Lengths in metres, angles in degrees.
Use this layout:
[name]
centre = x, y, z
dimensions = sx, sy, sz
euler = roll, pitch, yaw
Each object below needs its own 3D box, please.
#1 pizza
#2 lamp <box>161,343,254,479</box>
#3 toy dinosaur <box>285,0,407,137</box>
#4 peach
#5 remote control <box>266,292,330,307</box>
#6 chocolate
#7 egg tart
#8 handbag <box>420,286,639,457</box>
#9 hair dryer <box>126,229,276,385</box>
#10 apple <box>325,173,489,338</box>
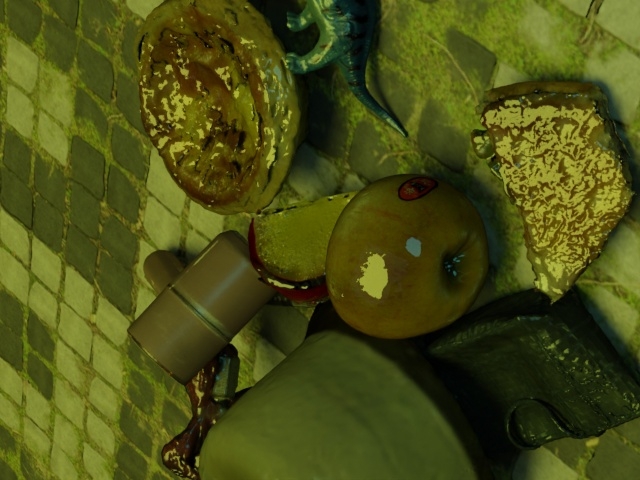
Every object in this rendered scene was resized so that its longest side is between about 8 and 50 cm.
[pizza]
centre = 0.244, -0.061, 1.409
dimensions = 0.147, 0.069, 0.226
euler = -21, 99, 30
[lamp]
centre = -0.086, 0.246, 1.865
dimensions = 0.151, 0.223, 0.215
euler = -3, 76, 42
[toy dinosaur]
centre = 0.001, -0.261, 1.545
dimensions = 0.144, 0.076, 0.329
euler = -5, 110, 15
[peach]
centre = 0.001, 0.001, 1.655
dimensions = 0.127, 0.172, 0.092
euler = 55, 179, 25
[remote control]
centre = -0.025, 0.059, 1.801
dimensions = 0.212, 0.028, 0.059
euler = 4, 118, 47
[chocolate]
centre = 0.000, 0.273, 1.627
dimensions = 0.326, 0.297, 0.314
euler = 38, 148, 49
[egg tart]
centre = -0.106, -0.172, 1.689
dimensions = 0.290, 0.115, 0.290
euler = 24, 126, 39
[handbag]
centre = 0.225, 0.148, 1.540
dimensions = 0.270, 0.089, 0.175
euler = -26, 99, 51
[hair dryer]
centre = -0.180, 0.050, 1.872
dimensions = 0.107, 0.189, 0.344
euler = 44, 177, -24
[apple]
centre = 0.096, 0.018, 1.526
dimensions = 0.155, 0.182, 0.182
euler = 10, 119, 40
